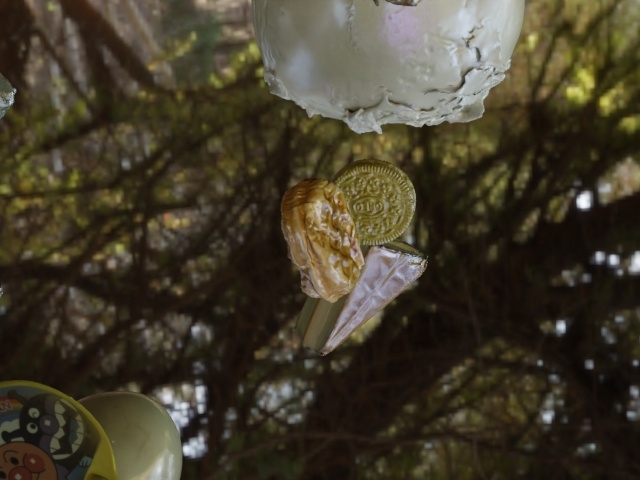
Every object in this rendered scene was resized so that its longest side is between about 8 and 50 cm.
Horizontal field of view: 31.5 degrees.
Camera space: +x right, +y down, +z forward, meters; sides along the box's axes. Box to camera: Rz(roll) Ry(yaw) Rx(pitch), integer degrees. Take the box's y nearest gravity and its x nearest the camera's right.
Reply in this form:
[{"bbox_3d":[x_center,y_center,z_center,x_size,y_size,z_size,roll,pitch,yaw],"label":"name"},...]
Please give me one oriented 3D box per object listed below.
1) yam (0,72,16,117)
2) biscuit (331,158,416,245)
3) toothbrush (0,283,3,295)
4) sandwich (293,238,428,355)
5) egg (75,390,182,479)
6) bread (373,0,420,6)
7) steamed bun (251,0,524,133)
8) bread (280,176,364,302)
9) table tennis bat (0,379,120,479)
[{"bbox_3d":[-0.542,-0.236,1.519,0.106,0.106,0.259,11,174,45],"label":"yam"},{"bbox_3d":[0.047,-0.036,1.054,0.084,0.084,0.023,-2,-156,10],"label":"biscuit"},{"bbox_3d":[-0.571,0.155,1.847,0.026,0.294,0.028,31,-142,-12],"label":"toothbrush"},{"bbox_3d":[0.055,0.072,1.459,0.113,0.163,0.079,15,-166,-39],"label":"sandwich"},{"bbox_3d":[-0.319,0.341,1.648,0.219,0.219,0.269,7,-144,38],"label":"egg"},{"bbox_3d":[0.016,-0.240,0.757,0.102,0.138,0.196,-9,-151,-33],"label":"bread"},{"bbox_3d":[0.088,-0.289,1.378,0.333,0.312,0.233,-12,-144,-7],"label":"steamed bun"},{"bbox_3d":[0.000,0.000,0.984,0.044,0.111,0.083,-10,-161,25],"label":"bread"},{"bbox_3d":[-0.318,0.317,1.484,0.368,0.054,0.224,33,-141,-14],"label":"table tennis bat"}]
